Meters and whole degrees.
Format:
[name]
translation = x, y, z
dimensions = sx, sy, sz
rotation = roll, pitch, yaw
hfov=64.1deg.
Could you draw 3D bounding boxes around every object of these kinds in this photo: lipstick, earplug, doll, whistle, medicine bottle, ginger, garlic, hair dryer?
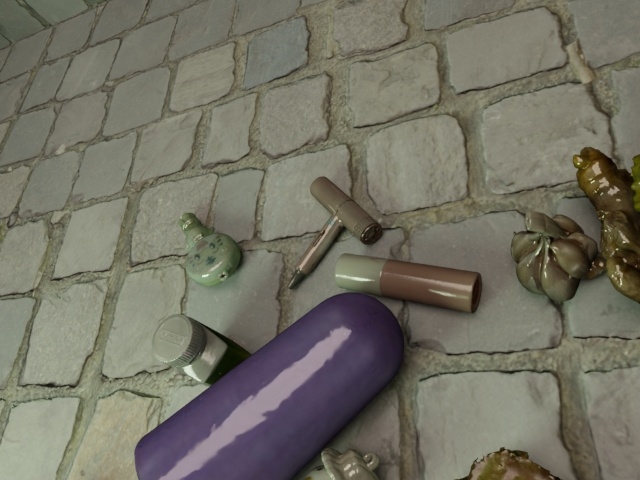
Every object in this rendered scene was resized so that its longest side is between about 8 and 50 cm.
[lipstick]
translation = 0.151, 0.072, 0.913
dimensions = 0.254, 0.070, 0.070
rotation = 8, 66, 30
[earplug]
translation = -0.058, 0.262, 0.832
dimensions = 0.456, 0.215, 0.215
rotation = -41, 52, -3
[doll]
translation = -0.021, 0.424, 0.769
dimensions = 0.293, 0.119, 0.138
rotation = -43, 9, 1
[whistle]
translation = -0.261, 0.018, 1.166
dimensions = 0.126, 0.067, 0.258
rotation = -39, 47, -6
[medicine bottle]
translation = -0.217, 0.209, 0.949
dimensions = 0.132, 0.188, 0.088
rotation = 26, 77, 35
[ginger]
translation = 0.465, 0.003, 0.755
dimensions = 0.166, 0.080, 0.333
rotation = 3, 61, -17
[garlic]
translation = 0.347, 0.018, 0.776
dimensions = 0.127, 0.194, 0.131
rotation = -38, 53, 19
[hair dryer]
translation = -0.009, -0.005, 1.064
dimensions = 0.220, 0.054, 0.195
rotation = -46, 51, 5

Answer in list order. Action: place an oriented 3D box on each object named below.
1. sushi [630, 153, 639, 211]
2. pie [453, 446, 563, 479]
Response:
[sushi]
translation = 0.616, -0.049, 0.589
dimensions = 0.397, 0.240, 0.351
rotation = -6, 54, 0
[pie]
translation = 0.259, 0.449, 0.618
dimensions = 0.288, 0.103, 0.354
rotation = 5, 69, 29
